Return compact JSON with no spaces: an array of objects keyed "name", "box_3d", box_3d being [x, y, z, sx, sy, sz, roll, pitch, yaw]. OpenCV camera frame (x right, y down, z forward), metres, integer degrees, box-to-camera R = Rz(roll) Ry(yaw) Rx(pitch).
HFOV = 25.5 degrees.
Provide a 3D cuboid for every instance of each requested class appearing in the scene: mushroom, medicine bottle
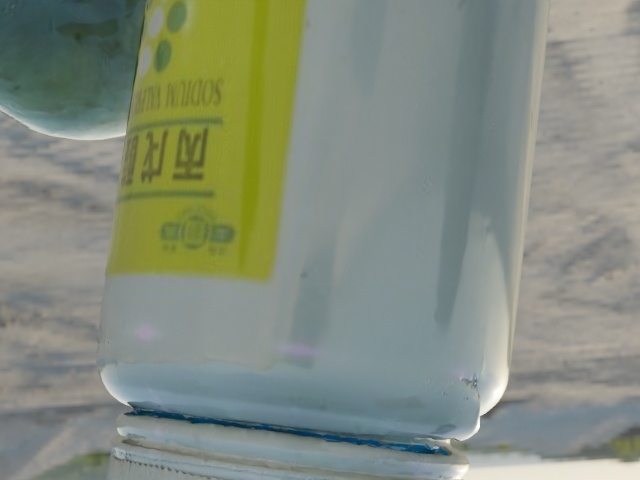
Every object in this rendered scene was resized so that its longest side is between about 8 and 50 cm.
[{"name":"mushroom","box_3d":[-0.197,-0.257,1.154,0.352,0.352,0.260,-3,-168,-6]},{"name":"medicine bottle","box_3d":[0.000,0.000,0.487,0.143,0.258,0.143,6,174,1]}]
